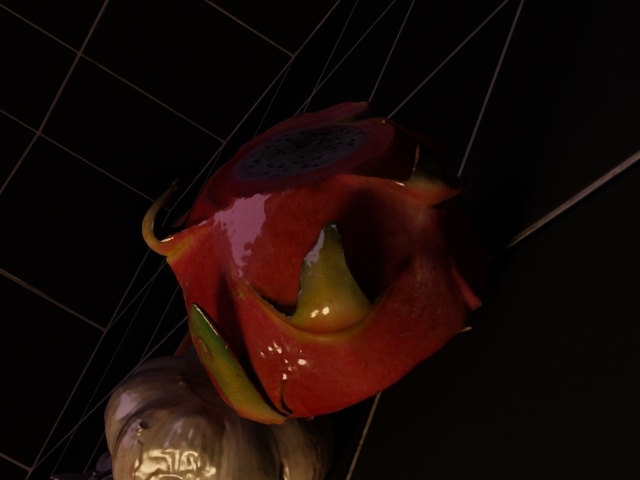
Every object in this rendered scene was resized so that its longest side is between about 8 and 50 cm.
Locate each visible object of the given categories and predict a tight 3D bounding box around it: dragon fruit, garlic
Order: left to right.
[{"bbox_3d":[-0.098,0.218,1.102,0.218,0.219,0.212,-88,2,-67],"label":"garlic"},{"bbox_3d":[0.000,0.000,0.999,0.291,0.189,0.290,-22,26,11],"label":"dragon fruit"}]

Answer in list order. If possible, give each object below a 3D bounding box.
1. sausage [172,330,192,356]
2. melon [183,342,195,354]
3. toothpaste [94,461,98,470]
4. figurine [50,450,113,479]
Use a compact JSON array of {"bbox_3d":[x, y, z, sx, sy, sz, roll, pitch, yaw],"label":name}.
[{"bbox_3d":[-0.123,0.167,1.405,0.133,0.133,0.258,-46,10,47],"label":"sausage"},{"bbox_3d":[-0.088,0.159,1.256,0.192,0.139,0.139,-64,12,-9],"label":"melon"},{"bbox_3d":[-0.382,0.419,2.054,0.301,0.048,0.075,159,130,-75],"label":"toothpaste"},{"bbox_3d":[-0.276,0.345,1.734,0.205,0.102,0.260,-20,17,6],"label":"figurine"}]
